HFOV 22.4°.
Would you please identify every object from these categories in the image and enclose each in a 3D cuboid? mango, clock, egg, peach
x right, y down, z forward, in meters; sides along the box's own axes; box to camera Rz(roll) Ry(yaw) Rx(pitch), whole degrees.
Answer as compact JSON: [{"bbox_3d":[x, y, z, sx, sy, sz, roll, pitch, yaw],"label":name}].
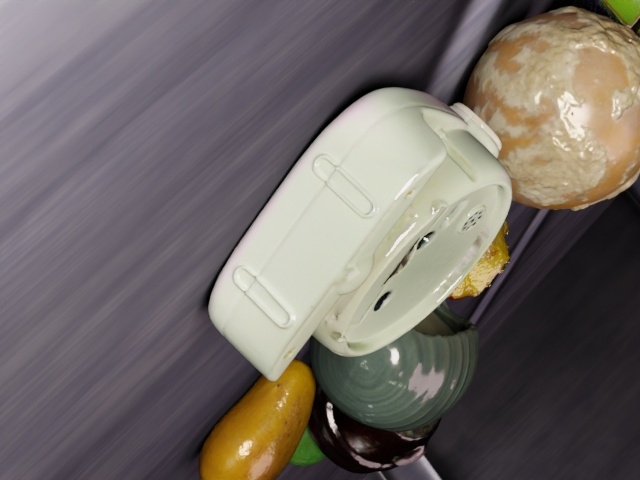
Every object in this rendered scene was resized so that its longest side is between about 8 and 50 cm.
[{"bbox_3d":[-0.068,0.217,1.835,0.178,0.090,0.115,-54,163,-21],"label":"mango"},{"bbox_3d":[0.062,-0.008,1.456,0.265,0.108,0.324,-55,158,21],"label":"clock"},{"bbox_3d":[0.239,-0.128,1.628,0.203,0.203,0.245,-44,178,-26],"label":"egg"},{"bbox_3d":[0.163,-0.014,1.914,0.151,0.118,0.151,-25,132,-31],"label":"peach"}]

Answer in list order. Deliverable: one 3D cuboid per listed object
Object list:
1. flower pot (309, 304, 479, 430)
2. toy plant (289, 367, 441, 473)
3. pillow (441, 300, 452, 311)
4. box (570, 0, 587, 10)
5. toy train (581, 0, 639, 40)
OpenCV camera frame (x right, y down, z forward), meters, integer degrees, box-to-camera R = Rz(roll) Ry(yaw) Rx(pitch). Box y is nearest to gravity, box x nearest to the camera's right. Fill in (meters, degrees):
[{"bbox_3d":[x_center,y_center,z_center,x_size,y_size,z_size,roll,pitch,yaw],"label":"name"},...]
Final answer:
[{"bbox_3d":[0.083,0.125,1.842,0.157,0.189,0.243,-55,167,15],"label":"flower pot"},{"bbox_3d":[0.047,0.207,2.063,0.218,0.175,0.235,-30,-170,-40],"label":"toy plant"},{"bbox_3d":[0.124,0.075,2.010,0.055,0.136,0.091,-31,-177,8],"label":"pillow"},{"bbox_3d":[0.362,-0.237,1.799,0.243,0.135,0.163,-52,-161,7],"label":"box"},{"bbox_3d":[0.335,-0.238,1.676,0.081,0.202,0.060,-49,-160,-8],"label":"toy train"}]
